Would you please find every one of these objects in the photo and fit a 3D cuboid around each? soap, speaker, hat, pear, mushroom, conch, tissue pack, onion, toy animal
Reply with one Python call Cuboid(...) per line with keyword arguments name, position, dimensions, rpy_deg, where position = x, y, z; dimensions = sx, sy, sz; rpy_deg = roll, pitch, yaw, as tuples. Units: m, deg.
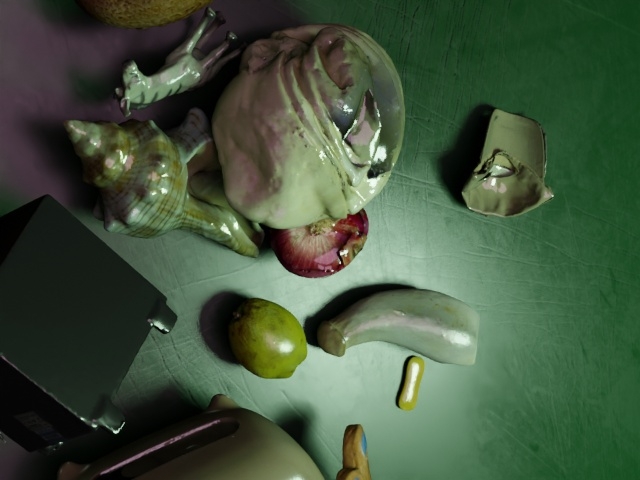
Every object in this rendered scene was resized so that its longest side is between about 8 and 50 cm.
Cuboid(name="soap", position=(0.147, 0.230, 2.071), dimensions=(0.034, 0.012, 0.089), rpy_deg=(12, 90, -26))
Cuboid(name="speaker", position=(-0.361, 0.116, 1.685), dimensions=(0.254, 0.184, 0.232), rpy_deg=(44, 50, -25))
Cuboid(name="hat", position=(0.299, -0.123, 2.081), dimensions=(0.147, 0.085, 0.175), rpy_deg=(18, 65, -16))
Cuboid(name="pear", position=(-0.080, 0.146, 1.904), dimensions=(0.131, 0.107, 0.107), rpy_deg=(40, 78, -12))
Cuboid(name="mushroom", position=(-0.223, -0.382, 1.704), dimensions=(0.253, 0.253, 0.153), rpy_deg=(-42, 144, -16))
Cuboid(name="conch", position=(-0.212, -0.089, 1.792), dimensions=(0.203, 0.169, 0.386), rpy_deg=(-52, 149, 9))
Cuboid(name="tissue pack", position=(-0.183, 0.399, 1.789), dimensions=(0.387, 0.267, 0.277), rpy_deg=(-23, 109, -20))
Cuboid(name="onion", position=(0.000, 0.000, 1.930), dimensions=(0.150, 0.140, 0.150), rpy_deg=(-2, 64, 4))
Cuboid(name="mushroom", position=(0.127, 0.131, 2.009), dimensions=(0.270, 0.103, 0.118), rpy_deg=(7, 87, -16))
Cuboid(name="toy animal", position=(-0.189, -0.236, 1.763), dimensions=(0.176, 0.217, 0.073), rpy_deg=(-40, 88, 9))

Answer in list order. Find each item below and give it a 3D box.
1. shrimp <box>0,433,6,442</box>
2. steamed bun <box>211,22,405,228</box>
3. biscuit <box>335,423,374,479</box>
Cuboid(name="shrimp", position=(-0.468, 0.198, 1.741), dimensions=(0.073, 0.075, 0.190), rpy_deg=(-49, 129, -48))
Cuboid(name="steamed bun", position=(0.004, -0.170, 1.788), dimensions=(0.275, 0.206, 0.320), rpy_deg=(35, 55, -40))
Cuboid(name="biscuit", position=(0.072, 0.434, 1.962), dimensions=(0.049, 0.205, 0.324), rpy_deg=(-2, 124, 10))
